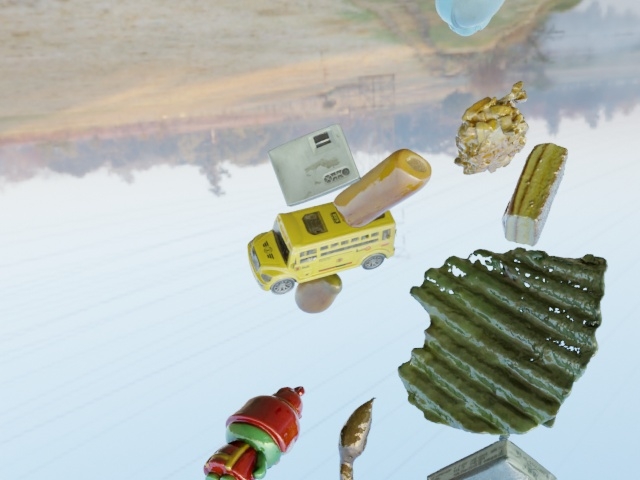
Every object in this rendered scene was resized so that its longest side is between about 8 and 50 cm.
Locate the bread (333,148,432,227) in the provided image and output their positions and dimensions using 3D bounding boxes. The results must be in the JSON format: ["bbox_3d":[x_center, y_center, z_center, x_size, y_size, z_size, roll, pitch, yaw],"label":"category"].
[{"bbox_3d":[0.118,-0.095,1.443,0.092,0.074,0.239,25,145,-24],"label":"bread"}]

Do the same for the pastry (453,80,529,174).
[{"bbox_3d":[0.322,-0.199,1.338,0.154,0.102,0.250,-29,168,0],"label":"pastry"}]

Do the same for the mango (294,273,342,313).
[{"bbox_3d":[-0.005,0.161,2.358,0.099,0.136,0.227,-21,170,-39],"label":"mango"}]

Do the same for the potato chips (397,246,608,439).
[{"bbox_3d":[0.329,0.165,1.315,0.389,0.373,0.097,-2,152,43],"label":"potato chips"}]

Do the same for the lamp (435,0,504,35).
[{"bbox_3d":[0.357,-0.583,1.686,0.209,0.147,0.284,-47,175,-5],"label":"lamp"}]

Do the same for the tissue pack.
[{"bbox_3d":[0.487,0.713,2.082,0.315,0.228,0.103,-39,-160,34],"label":"tissue pack"}]

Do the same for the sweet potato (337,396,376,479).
[{"bbox_3d":[0.076,0.513,1.801,0.074,0.270,0.075,14,-179,0],"label":"sweet potato"}]

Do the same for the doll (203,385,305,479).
[{"bbox_3d":[-0.146,0.472,1.797,0.182,0.160,0.363,-14,-163,39],"label":"doll"}]

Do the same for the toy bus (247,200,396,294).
[{"bbox_3d":[0.000,0.000,1.644,0.330,0.152,0.144,-15,-126,-13],"label":"toy bus"}]

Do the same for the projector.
[{"bbox_3d":[-0.011,-0.140,1.368,0.147,0.115,0.061,-21,179,6],"label":"projector"}]

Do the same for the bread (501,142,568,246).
[{"bbox_3d":[0.562,-0.123,1.917,0.110,0.234,0.184,21,165,19],"label":"bread"}]
